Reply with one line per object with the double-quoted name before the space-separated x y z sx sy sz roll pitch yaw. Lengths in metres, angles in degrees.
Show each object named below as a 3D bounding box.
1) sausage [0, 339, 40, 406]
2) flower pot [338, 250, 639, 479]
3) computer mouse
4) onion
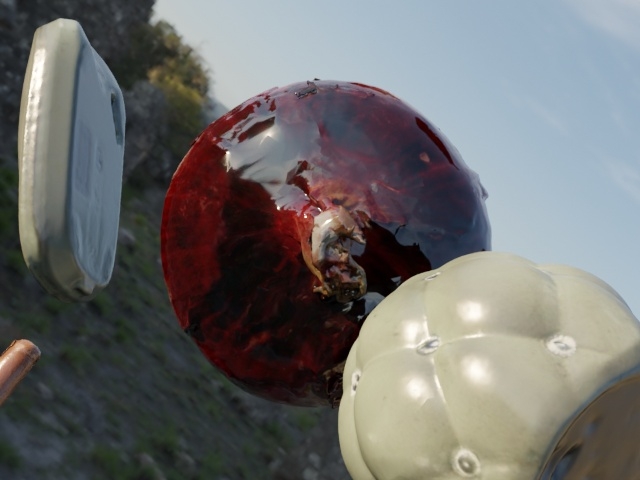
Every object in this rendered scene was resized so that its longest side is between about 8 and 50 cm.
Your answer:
"sausage" -0.376 0.180 1.139 0.042 0.157 0.036 43 -26 -26
"flower pot" 0.133 0.126 0.728 0.195 0.246 0.246 29 -8 47
"computer mouse" -0.289 -0.092 1.132 0.197 0.095 0.330 61 26 -64
"onion" 0.000 0.000 0.904 0.314 0.314 0.232 41 -2 8
